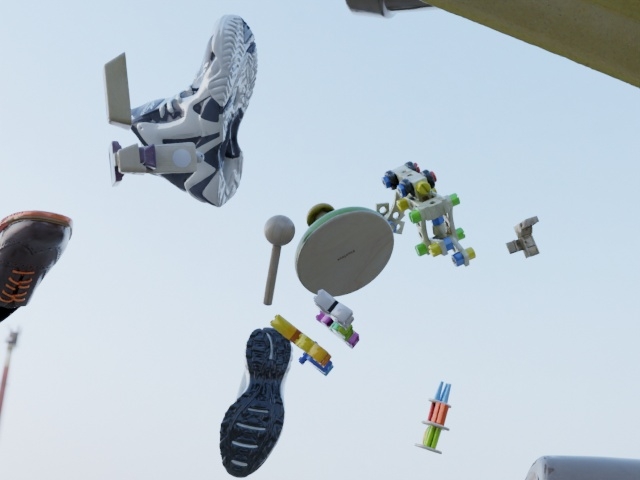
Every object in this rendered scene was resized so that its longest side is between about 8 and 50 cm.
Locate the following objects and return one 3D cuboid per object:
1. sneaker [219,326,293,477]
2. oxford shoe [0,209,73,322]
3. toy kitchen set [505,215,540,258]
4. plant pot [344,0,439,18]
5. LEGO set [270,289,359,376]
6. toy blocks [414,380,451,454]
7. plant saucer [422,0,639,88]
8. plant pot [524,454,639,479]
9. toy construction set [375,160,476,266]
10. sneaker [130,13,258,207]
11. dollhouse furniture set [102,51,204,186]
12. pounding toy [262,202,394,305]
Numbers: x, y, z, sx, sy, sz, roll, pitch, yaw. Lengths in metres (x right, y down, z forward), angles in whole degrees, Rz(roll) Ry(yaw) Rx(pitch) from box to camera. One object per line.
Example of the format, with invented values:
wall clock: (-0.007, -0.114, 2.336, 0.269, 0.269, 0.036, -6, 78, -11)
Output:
sneaker: (-0.103, 0.282, 1.678, 0.100, 0.271, 0.108, 12, -40, 4)
oxford shoe: (-0.401, 0.039, 1.344, 0.097, 0.098, 0.271, 11, -28, -27)
toy kitchen set: (0.490, -0.003, 2.375, 0.068, 0.083, 0.075, -17, -11, -17)
plant pot: (0.212, -0.504, 1.591, 0.281, 0.323, 0.323, 12, -20, 14)
LEGO set: (-0.012, 0.123, 1.366, 0.093, 0.087, 0.227, 37, -10, 12)
toy blocks: (0.244, 0.364, 2.057, 0.054, 0.148, 0.123, 18, -10, 3)
plant saucer: (0.297, -0.346, 1.040, 0.333, 0.081, 0.332, 20, -38, -5)
plant pot: (0.383, 0.390, 1.308, 0.229, 0.263, 0.263, 15, -23, 2)
toy construction set: (0.226, -0.061, 2.318, 0.151, 0.215, 0.328, -30, 22, -23)
sneaker: (-0.166, -0.166, 1.189, 0.153, 0.094, 0.234, 17, -56, 15)
dollhouse furniture set: (-0.141, -0.110, 0.855, 0.081, 0.114, 0.091, -5, -3, -17)
pounding toy: (0.000, 0.000, 1.715, 0.237, 0.110, 0.182, -8, -51, -22)
